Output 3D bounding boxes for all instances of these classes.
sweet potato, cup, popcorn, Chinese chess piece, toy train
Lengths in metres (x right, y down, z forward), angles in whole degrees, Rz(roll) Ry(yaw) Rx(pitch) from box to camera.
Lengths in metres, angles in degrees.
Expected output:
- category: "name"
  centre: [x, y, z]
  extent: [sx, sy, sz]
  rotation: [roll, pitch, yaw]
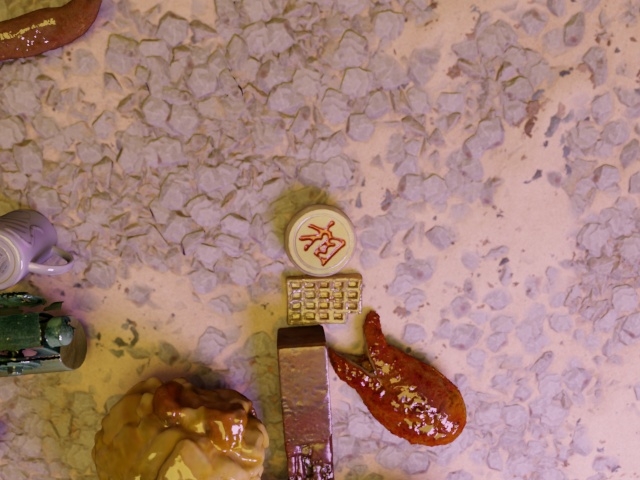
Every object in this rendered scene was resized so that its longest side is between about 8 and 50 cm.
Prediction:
- category: "sweet potato"
  centre: [-0.434, -0.309, 0.819]
  extent: [0.282, 0.067, 0.059]
  rotation: [-23, 58, 0]
- category: "cup"
  centre: [-0.461, 0.010, 0.843]
  extent: [0.136, 0.133, 0.099]
  rotation: [-9, 105, -3]
- category: "popcorn"
  centre: [-0.244, 0.361, 0.883]
  extent: [0.265, 0.225, 0.332]
  rotation: [41, 111, 3]
- category: "Chinese chess piece"
  centre: [0.000, 0.000, 0.913]
  extent: [0.122, 0.051, 0.121]
  rotation: [-1, 101, -3]
- category: "toy train"
  centre: [-0.519, 0.152, 0.855]
  extent: [0.308, 0.189, 0.126]
  rotation: [-6, 78, 2]

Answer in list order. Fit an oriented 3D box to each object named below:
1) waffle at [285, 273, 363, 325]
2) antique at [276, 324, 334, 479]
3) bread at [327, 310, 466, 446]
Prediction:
- category: "waffle"
  centre: [0.008, 0.104, 0.950]
  extent: [0.135, 0.021, 0.092]
  rotation: [-1, 99, -3]
- category: "antique"
  centre: [-0.023, 0.309, 0.950]
  extent: [0.088, 0.093, 0.309]
  rotation: [-4, 102, -3]
- category: "bread"
  centre: [0.138, 0.256, 0.952]
  extent: [0.269, 0.095, 0.139]
  rotation: [43, 88, -6]
